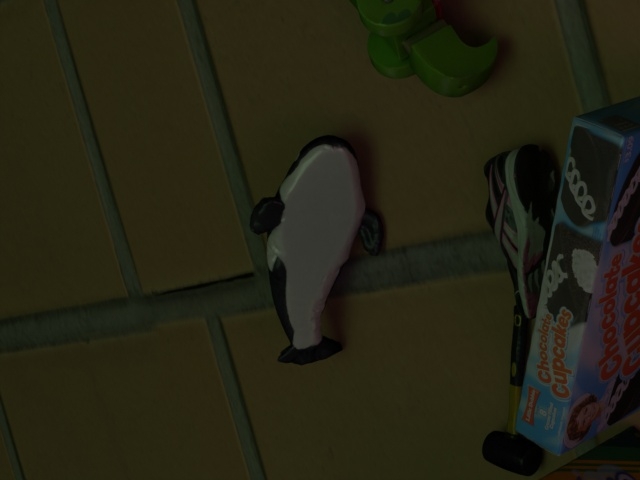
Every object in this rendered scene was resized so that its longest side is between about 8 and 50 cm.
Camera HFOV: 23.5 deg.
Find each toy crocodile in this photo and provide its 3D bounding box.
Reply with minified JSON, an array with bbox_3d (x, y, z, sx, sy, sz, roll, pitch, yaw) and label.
[{"bbox_3d":[0.055,-0.280,1.613,0.340,0.105,0.115,53,173,26],"label":"toy crocodile"}]

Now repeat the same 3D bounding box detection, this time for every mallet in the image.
[{"bbox_3d":[0.217,0.164,1.655,0.062,0.039,0.190,26,118,40],"label":"mallet"}]

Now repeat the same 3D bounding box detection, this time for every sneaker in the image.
[{"bbox_3d":[0.209,-0.010,1.585,0.077,0.072,0.178,2,98,58],"label":"sneaker"}]

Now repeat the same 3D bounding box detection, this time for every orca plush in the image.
[{"bbox_3d":[0.000,0.000,1.811,0.151,0.102,0.287,-7,116,3],"label":"orca plush"}]

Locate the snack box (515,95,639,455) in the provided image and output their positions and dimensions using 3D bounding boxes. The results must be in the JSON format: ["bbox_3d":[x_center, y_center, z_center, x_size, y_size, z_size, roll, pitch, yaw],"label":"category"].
[{"bbox_3d":[0.280,0.025,1.420,0.060,0.187,0.322,28,124,37],"label":"snack box"}]

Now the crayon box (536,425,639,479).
[{"bbox_3d":[0.261,0.317,1.445,0.203,0.323,0.083,45,132,26],"label":"crayon box"}]
